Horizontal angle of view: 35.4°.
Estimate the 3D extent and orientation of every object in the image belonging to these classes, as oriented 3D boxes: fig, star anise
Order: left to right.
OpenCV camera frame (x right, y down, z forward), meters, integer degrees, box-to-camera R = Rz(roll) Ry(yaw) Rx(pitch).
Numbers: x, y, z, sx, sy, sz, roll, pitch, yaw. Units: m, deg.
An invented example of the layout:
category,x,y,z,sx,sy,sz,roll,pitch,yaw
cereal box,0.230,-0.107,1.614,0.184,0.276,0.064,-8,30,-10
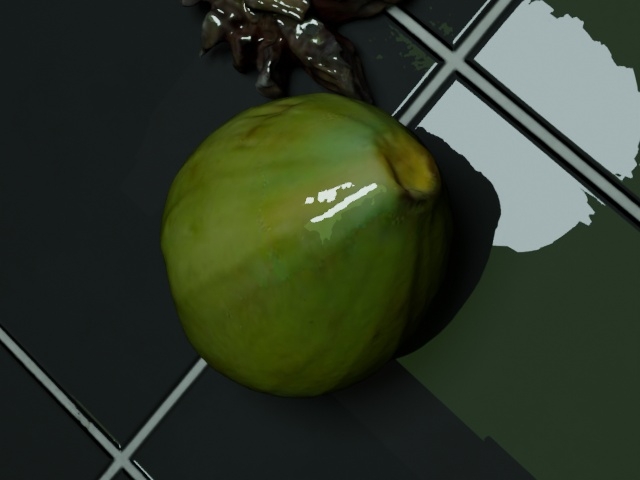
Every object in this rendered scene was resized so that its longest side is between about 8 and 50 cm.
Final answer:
category,x,y,z,sx,sy,sz,roll,pitch,yaw
star anise,-0.026,-0.228,0.882,0.220,0.099,0.214,13,104,16
fig,0.000,0.000,0.793,0.271,0.239,0.239,-27,81,57
